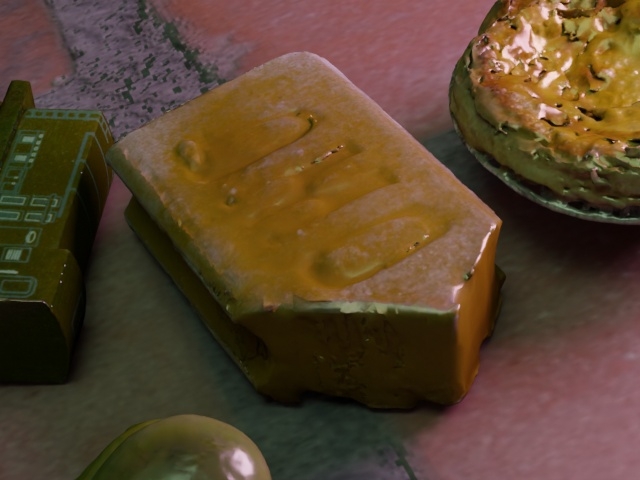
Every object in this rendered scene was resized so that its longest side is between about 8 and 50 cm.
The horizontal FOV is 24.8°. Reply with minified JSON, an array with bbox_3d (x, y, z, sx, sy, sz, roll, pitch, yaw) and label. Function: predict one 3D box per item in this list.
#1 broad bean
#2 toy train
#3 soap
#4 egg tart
[{"bbox_3d":[-0.070,0.160,0.704,0.124,0.082,0.174,-9,43,1],"label":"broad bean"},{"bbox_3d":[-0.203,-0.011,0.912,0.137,0.090,0.225,2,45,6],"label":"toy train"},{"bbox_3d":[0.000,0.000,0.851,0.160,0.080,0.257,-29,46,-15],"label":"soap"},{"bbox_3d":[0.195,-0.087,0.883,0.234,0.094,0.234,-8,46,9],"label":"egg tart"}]
